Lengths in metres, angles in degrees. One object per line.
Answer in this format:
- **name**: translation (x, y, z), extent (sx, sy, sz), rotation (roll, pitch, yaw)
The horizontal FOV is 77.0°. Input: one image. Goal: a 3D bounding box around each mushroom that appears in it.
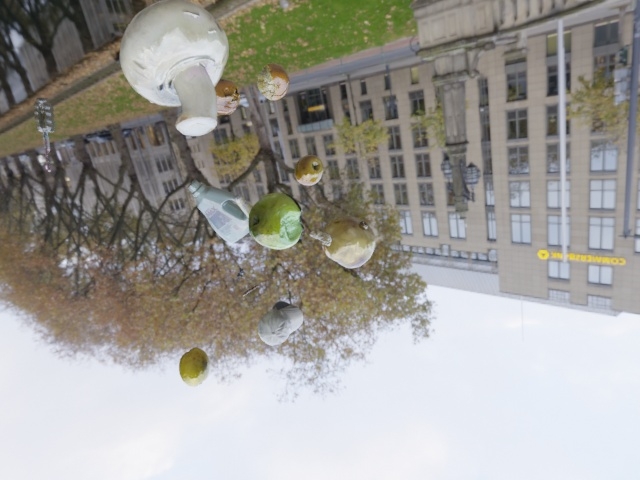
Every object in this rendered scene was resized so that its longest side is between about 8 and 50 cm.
- **mushroom**: translation (-0.427, -0.501, 1.173), extent (0.315, 0.356, 0.315), rotation (15, -174, -2)

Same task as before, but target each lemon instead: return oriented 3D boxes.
- **lemon**: translation (-0.698, 0.701, 2.228), extent (0.170, 0.207, 0.170), rotation (-15, 171, -2)

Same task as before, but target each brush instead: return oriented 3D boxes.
- **brush**: translation (-1.154, -0.440, 1.684), extent (0.071, 0.301, 0.084), rotation (-4, -177, -20)

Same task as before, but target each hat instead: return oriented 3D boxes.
- **hat**: translation (-0.212, 0.475, 2.248), extent (0.275, 0.232, 0.161), rotation (-14, -159, -36)

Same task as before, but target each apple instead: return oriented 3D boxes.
- **apple**: translation (-0.065, -0.423, 2.411), extent (0.182, 0.182, 0.155), rotation (-26, -173, -39)

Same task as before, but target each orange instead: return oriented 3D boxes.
- **orange**: translation (-0.214, -0.709, 1.799), extent (0.156, 0.157, 0.134), rotation (-17, -152, -19)

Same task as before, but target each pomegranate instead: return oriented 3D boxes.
- **pomegranate**: translation (0.174, 0.000, 2.438), extent (0.332, 0.333, 0.332), rotation (-10, -162, 3)

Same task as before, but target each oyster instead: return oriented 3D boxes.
- **oyster**: translation (0.000, 0.000, 1.508), extent (0.083, 0.081, 0.038), rotation (3, -126, -2)

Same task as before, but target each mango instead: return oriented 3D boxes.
- **mango**: translation (-0.500, -0.666, 1.876), extent (0.287, 0.153, 0.201), rotation (2, -176, 27)

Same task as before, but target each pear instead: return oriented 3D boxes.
- **pear**: translation (-0.215, -0.080, 1.901), extent (0.159, 0.292, 0.292), rotation (5, -156, 36)

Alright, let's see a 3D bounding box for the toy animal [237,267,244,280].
- **toy animal**: translation (-0.374, 0.151, 1.901), extent (0.028, 0.084, 0.050), rotation (16, -139, -13)

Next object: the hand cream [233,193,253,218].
- **hand cream**: translation (-0.353, -0.156, 1.903), extent (0.061, 0.143, 0.039), rotation (-50, -156, -22)

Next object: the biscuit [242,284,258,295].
- **biscuit**: translation (-0.453, 0.319, 2.614), extent (0.130, 0.019, 0.119), rotation (-32, 178, -45)

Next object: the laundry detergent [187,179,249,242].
- **laundry detergent**: translation (-0.549, -0.185, 2.223), extent (0.264, 0.398, 0.125), rotation (-31, -153, 25)
